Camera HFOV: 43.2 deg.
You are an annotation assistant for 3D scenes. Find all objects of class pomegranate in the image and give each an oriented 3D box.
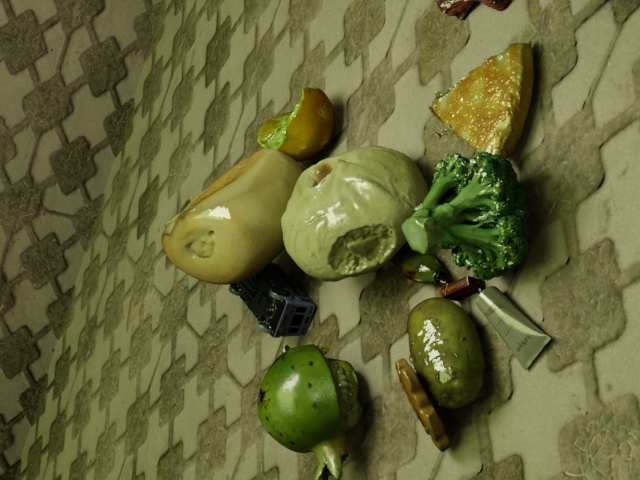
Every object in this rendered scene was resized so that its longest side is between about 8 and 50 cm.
[{"bbox_3d":[-0.018,0.402,1.878,0.260,0.261,0.340,-43,50,38],"label":"pomegranate"}]

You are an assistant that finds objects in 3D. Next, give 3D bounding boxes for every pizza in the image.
[{"bbox_3d":[0.343,-0.301,1.747,0.288,0.075,0.279,18,90,57],"label":"pizza"}]

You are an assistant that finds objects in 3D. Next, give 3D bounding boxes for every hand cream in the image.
[{"bbox_3d":[0.368,0.158,1.582,0.186,0.054,0.087,54,127,39],"label":"hand cream"}]

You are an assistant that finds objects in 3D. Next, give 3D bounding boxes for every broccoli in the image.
[{"bbox_3d":[0.288,-0.046,1.576,0.270,0.270,0.269,33,132,46],"label":"broccoli"}]

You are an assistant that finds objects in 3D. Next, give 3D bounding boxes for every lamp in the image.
[{"bbox_3d":[0.336,-0.618,1.786,0.215,0.151,0.223,16,95,59],"label":"lamp"}]

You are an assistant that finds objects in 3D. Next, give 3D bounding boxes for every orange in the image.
[{"bbox_3d":[-0.056,-0.301,2.203,0.237,0.158,0.179,-36,10,37],"label":"orange"}]

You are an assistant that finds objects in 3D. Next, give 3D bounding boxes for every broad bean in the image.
[{"bbox_3d":[0.196,0.030,1.842,0.077,0.061,0.339,-48,41,5],"label":"broad bean"}]

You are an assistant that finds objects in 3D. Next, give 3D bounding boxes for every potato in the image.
[{"bbox_3d":[0.256,0.224,1.649,0.149,0.113,0.251,-32,48,19],"label":"potato"}]

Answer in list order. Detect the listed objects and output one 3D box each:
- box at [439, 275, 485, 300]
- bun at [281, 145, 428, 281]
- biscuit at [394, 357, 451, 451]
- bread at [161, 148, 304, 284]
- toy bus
[{"bbox_3d":[0.297,0.101,1.691,0.082,0.052,0.023,-32,53,45],"label":"box"},{"bbox_3d":[0.057,-0.088,1.864,0.364,0.202,0.364,-26,35,20],"label":"bun"},{"bbox_3d":[0.198,0.323,1.675,0.041,0.212,0.238,-29,19,0],"label":"biscuit"},{"bbox_3d":[-0.193,-0.059,2.123,0.348,0.253,0.376,-27,18,41],"label":"bread"},{"bbox_3d":[-0.138,0.142,2.213,0.292,0.133,0.125,44,120,48],"label":"toy bus"}]
